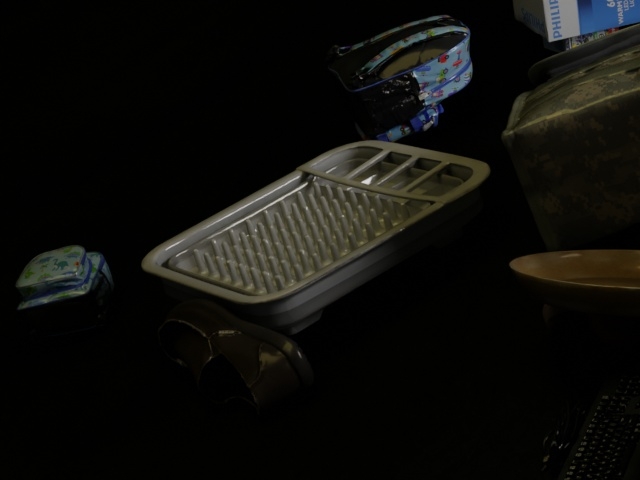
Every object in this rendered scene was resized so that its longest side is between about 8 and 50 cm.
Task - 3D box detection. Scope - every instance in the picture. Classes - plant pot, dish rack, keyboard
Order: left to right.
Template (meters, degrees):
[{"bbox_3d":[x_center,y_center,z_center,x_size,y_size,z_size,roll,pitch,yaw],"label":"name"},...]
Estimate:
[{"bbox_3d":[0.000,0.000,2.025,0.333,0.072,0.285,-29,25,-27],"label":"dish rack"},{"bbox_3d":[0.229,0.160,1.551,0.100,0.038,0.192,-8,27,31],"label":"keyboard"},{"bbox_3d":[0.286,0.039,1.661,0.236,0.032,0.236,0,8,0],"label":"plant pot"}]

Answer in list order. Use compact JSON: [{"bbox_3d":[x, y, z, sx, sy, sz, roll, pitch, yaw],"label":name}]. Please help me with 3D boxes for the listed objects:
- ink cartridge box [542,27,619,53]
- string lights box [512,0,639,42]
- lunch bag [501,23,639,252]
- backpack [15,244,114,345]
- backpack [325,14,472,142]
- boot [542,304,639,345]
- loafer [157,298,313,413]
[{"bbox_3d":[0.344,-0.264,2.351,0.115,0.029,0.063,-17,21,-17],"label":"ink cartridge box"},{"bbox_3d":[0.380,-0.321,2.327,0.260,0.076,0.133,-13,22,-9],"label":"string lights box"},{"bbox_3d":[0.333,-0.132,1.926,0.235,0.169,0.287,-18,16,20],"label":"lunch bag"},{"bbox_3d":[-0.296,0.054,2.182,0.105,0.084,0.114,-14,22,13],"label":"backpack"},{"bbox_3d":[0.112,-0.205,2.327,0.173,0.117,0.158,-25,23,-4],"label":"backpack"},{"bbox_3d":[0.263,0.064,1.727,0.118,0.042,0.087,-1,18,18],"label":"boot"},{"bbox_3d":[-0.103,0.117,1.879,0.078,0.080,0.220,-39,29,-27],"label":"loafer"}]
